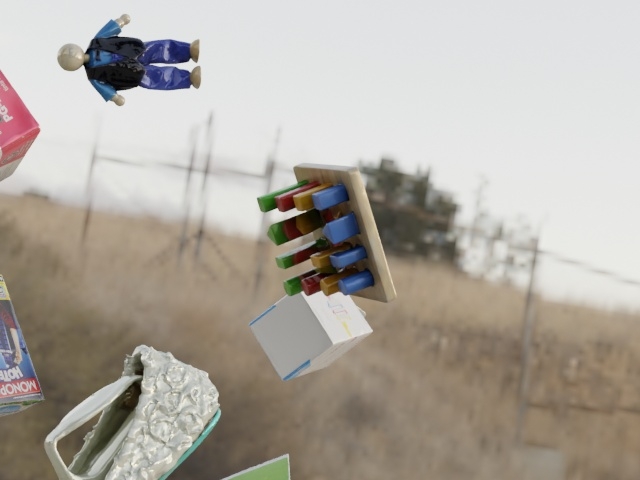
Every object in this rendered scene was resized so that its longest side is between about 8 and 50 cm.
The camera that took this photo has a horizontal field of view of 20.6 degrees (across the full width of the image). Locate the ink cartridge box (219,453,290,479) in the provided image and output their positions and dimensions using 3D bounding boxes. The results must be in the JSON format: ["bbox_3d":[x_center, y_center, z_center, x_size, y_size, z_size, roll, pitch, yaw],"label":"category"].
[{"bbox_3d":[-0.080,0.324,1.476,0.188,0.255,0.097,-24,-55,13],"label":"ink cartridge box"}]

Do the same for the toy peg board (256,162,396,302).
[{"bbox_3d":[0.000,0.000,2.050,0.079,0.161,0.160,-22,13,-21],"label":"toy peg board"}]

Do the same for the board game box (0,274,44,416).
[{"bbox_3d":[-0.376,0.133,1.762,0.060,0.194,0.194,-30,-18,32],"label":"board game box"}]

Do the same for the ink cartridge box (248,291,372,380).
[{"bbox_3d":[-0.008,0.114,2.310,0.092,0.090,0.143,-38,-11,23],"label":"ink cartridge box"}]

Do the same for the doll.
[{"bbox_3d":[-0.255,-0.241,2.337,0.189,0.129,0.046,0,-13,-13],"label":"doll"}]

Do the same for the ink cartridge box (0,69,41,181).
[{"bbox_3d":[-0.445,-0.079,1.940,0.237,0.100,0.172,-34,-1,-26],"label":"ink cartridge box"}]

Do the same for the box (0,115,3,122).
[{"bbox_3d":[-0.369,-0.202,1.522,0.232,0.059,0.183,43,-21,52],"label":"box"}]

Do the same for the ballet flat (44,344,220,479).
[{"bbox_3d":[-0.271,0.279,1.905,0.147,0.409,0.147,30,-24,15],"label":"ballet flat"}]
